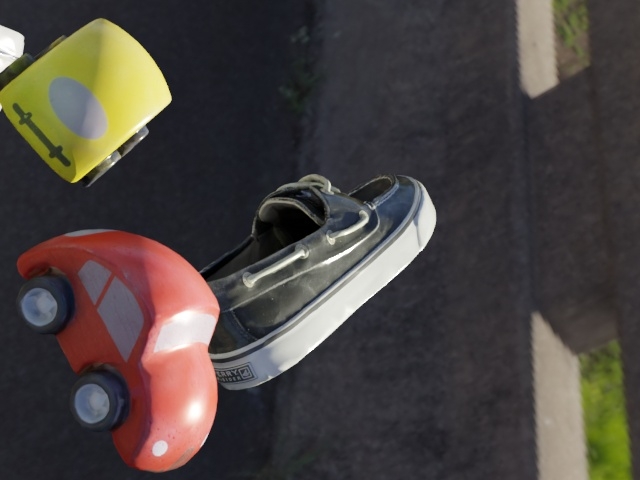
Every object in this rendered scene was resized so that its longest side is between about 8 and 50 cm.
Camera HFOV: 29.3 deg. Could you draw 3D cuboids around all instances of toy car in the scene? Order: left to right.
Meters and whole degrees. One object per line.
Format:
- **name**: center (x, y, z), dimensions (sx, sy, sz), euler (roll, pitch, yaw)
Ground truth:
- **toy car**: center (-0.124, -0.048, 0.458), dimensions (0.225, 0.053, 0.239), euler (35, 26, -41)

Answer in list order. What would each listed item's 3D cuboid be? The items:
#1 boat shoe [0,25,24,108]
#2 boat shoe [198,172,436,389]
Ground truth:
- **boat shoe**: center (-0.375, -0.168, 1.055), dimensions (0.267, 0.096, 0.088), euler (11, 90, -58)
- **boat shoe**: center (0.000, 0.000, 0.709), dimensions (0.219, 0.077, 0.070), euler (-44, 116, -51)
